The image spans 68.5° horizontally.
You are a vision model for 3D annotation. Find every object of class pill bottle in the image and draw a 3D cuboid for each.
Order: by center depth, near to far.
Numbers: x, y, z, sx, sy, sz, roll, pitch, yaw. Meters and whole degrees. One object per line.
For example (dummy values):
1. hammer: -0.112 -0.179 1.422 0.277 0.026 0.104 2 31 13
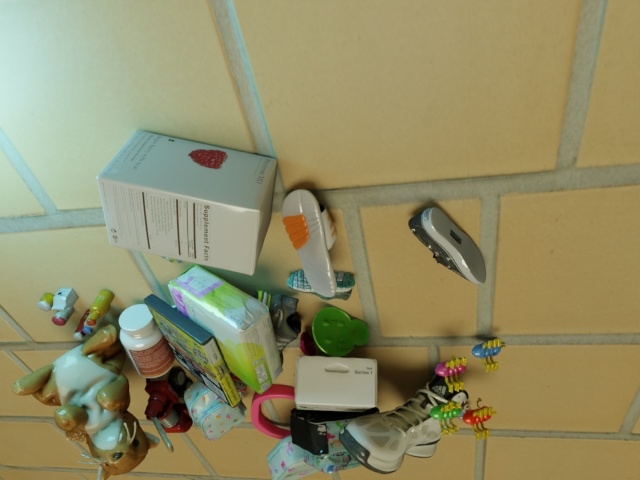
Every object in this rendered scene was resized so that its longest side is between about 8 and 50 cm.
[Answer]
1. pill bottle: -0.496 0.286 1.340 0.121 0.121 0.216 4 132 6

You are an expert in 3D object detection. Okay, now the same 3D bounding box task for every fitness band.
1. fitness band: -0.133 0.591 1.598 0.208 0.054 0.291 10 131 1

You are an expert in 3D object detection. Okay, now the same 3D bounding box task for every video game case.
1. video game case: -0.331 0.282 1.214 0.274 0.035 0.248 22 138 39

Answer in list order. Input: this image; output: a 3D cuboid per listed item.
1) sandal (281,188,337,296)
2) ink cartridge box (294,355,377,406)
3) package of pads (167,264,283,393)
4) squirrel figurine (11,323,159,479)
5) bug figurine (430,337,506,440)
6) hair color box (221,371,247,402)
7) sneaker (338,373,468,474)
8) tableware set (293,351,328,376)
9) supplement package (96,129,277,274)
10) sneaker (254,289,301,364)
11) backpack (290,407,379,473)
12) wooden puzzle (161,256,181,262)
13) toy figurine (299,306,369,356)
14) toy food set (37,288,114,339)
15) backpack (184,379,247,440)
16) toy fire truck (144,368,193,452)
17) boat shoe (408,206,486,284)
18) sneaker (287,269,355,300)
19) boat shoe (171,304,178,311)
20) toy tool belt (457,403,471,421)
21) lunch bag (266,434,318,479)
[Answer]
1. sandal: -0.009 0.000 1.029 0.101 0.076 0.265 8 125 35
2. ink cartridge box: 0.034 0.389 1.252 0.201 0.117 0.278 2 157 -1
3. package of pads: -0.230 0.205 1.143 0.296 0.101 0.229 23 136 35
4. squirrel figurine: -0.635 0.493 1.374 0.370 0.281 0.397 55 152 2
5. bug figurine: 0.381 0.377 1.212 0.216 0.072 0.279 -1 102 -25
6. hair color box: -0.227 0.372 1.339 0.053 0.167 0.093 21 131 -9
7. sneaker: 0.241 0.458 1.275 0.447 0.169 0.258 19 104 -50
8. tableware set: 0.010 0.401 1.424 0.141 0.020 0.168 30 127 -23
9. supplement package: -0.249 -0.077 0.933 0.292 0.178 0.175 12 132 -1
10. sneaker: -0.112 0.255 1.260 0.121 0.111 0.300 2 134 2
11. backpack: 0.059 0.581 1.423 0.253 0.191 0.225 -6 173 -29
12. wooden puzzle: -0.380 0.030 1.168 0.083 0.006 0.049 38 127 -23
13. toy figurine: 0.017 0.265 1.265 0.173 0.130 0.159 7 152 -30
14. toy food set: -0.691 0.210 1.315 0.232 0.105 0.111 -1 131 11
15. backpack: -0.337 0.525 1.498 0.165 0.144 0.188 -29 118 -13
16. toy fire truck: -0.479 0.564 1.501 0.158 0.246 0.217 -7 130 16
17. boat shoe: 0.270 0.020 1.007 0.228 0.080 0.076 39 144 -27
18. sneaker: 0.001 0.119 1.148 0.166 0.065 0.076 5 136 7
19. boat shoe: -0.380 0.195 1.292 0.142 0.040 0.049 -26 123 29
20. toy tool belt: 0.437 0.515 1.443 0.051 0.052 0.083 -30 130 -6
21. lunch bag: -0.027 0.703 1.581 0.279 0.108 0.224 -5 139 -33
